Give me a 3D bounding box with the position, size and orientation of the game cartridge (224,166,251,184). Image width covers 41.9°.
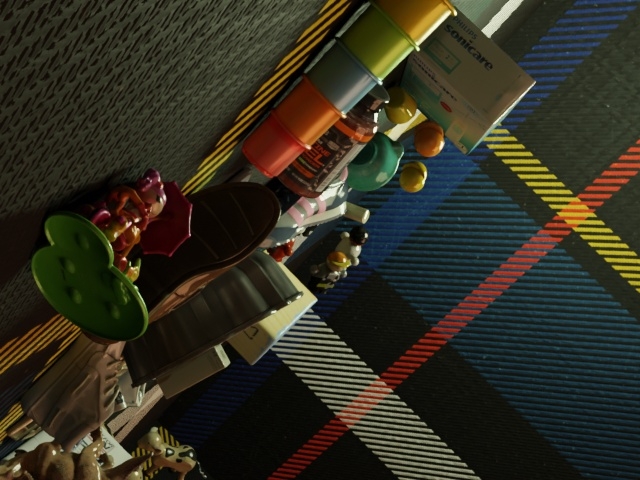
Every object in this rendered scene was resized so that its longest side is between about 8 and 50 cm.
[{"bbox_3d":[-0.135,-0.074,1.263,0.056,0.017,0.083,-47,177,-34],"label":"game cartridge"}]

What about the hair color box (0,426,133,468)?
[{"bbox_3d":[-0.537,0.478,1.618,0.105,0.174,0.347,-46,176,27],"label":"hair color box"}]

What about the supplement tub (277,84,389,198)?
[{"bbox_3d":[0.016,-0.163,1.264,0.198,0.106,0.106,-48,175,28],"label":"supplement tub"}]

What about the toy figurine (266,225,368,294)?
[{"bbox_3d":[0.000,0.000,2.022,0.213,0.209,0.148,-41,169,-52],"label":"toy figurine"}]

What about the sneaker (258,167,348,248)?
[{"bbox_3d":[-0.059,-0.083,1.549,0.319,0.112,0.131,-30,133,-50],"label":"sneaker"}]

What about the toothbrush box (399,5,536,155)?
[{"bbox_3d":[0.287,-0.314,1.702,0.126,0.216,0.295,-45,177,-5],"label":"toothbrush box"}]

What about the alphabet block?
[{"bbox_3d":[-0.164,0.179,2.236,0.193,0.197,0.192,-42,175,-40],"label":"alphabet block"}]

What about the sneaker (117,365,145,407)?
[{"bbox_3d":[-0.434,0.336,1.813,0.212,0.094,0.080,-46,177,13],"label":"sneaker"}]

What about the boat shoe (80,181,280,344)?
[{"bbox_3d":[-0.193,0.025,1.123,0.307,0.111,0.104,-33,176,-20],"label":"boat shoe"}]

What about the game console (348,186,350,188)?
[{"bbox_3d":[0.047,-0.169,2.180,0.124,0.085,0.144,-10,-163,33],"label":"game console"}]

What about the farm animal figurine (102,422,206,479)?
[{"bbox_3d":[-0.463,0.535,1.966,0.172,0.327,0.330,-57,172,35],"label":"farm animal figurine"}]

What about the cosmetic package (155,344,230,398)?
[{"bbox_3d":[-0.215,0.220,1.415,0.115,0.041,0.060,-28,179,0],"label":"cosmetic package"}]

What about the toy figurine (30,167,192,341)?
[{"bbox_3d":[-0.194,-0.013,0.844,0.173,0.130,0.159,94,20,-46],"label":"toy figurine"}]

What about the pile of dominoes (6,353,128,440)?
[{"bbox_3d":[-0.455,0.271,1.516,0.251,0.040,0.196,-35,173,-23],"label":"pile of dominoes"}]

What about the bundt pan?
[{"bbox_3d":[-0.199,0.118,1.428,0.331,0.124,0.331,-28,178,-1],"label":"bundt pan"}]

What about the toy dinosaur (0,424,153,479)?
[{"bbox_3d":[-0.452,0.424,1.470,0.200,0.295,0.127,-104,-151,-56],"label":"toy dinosaur"}]

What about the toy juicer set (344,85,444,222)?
[{"bbox_3d":[0.119,-0.145,1.730,0.329,0.209,0.089,-46,153,2],"label":"toy juicer set"}]

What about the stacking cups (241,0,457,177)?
[{"bbox_3d":[0.028,-0.205,1.061,0.316,0.096,0.096,-45,176,10],"label":"stacking cups"}]

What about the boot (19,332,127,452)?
[{"bbox_3d":[-0.333,0.206,1.288,0.258,0.123,0.095,-46,176,7],"label":"boot"}]
